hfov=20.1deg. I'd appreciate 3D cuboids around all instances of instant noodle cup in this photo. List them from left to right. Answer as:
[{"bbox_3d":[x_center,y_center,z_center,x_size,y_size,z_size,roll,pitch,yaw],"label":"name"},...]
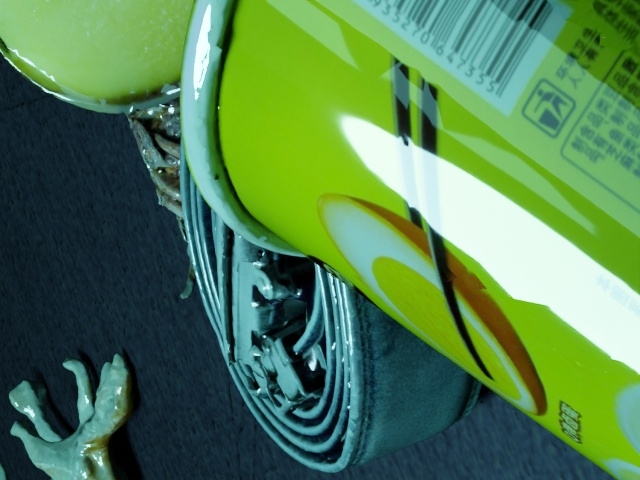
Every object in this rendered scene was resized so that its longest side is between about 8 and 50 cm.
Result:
[{"bbox_3d":[0.140,-0.047,0.558,0.221,0.311,0.311,44,144,25],"label":"instant noodle cup"}]

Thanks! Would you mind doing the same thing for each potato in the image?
[{"bbox_3d":[-0.087,-0.186,0.957,0.160,0.111,0.271,33,138,-1],"label":"potato"}]

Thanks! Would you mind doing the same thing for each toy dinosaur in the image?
[{"bbox_3d":[-0.229,0.234,1.584,0.205,0.092,0.393,33,127,40],"label":"toy dinosaur"}]

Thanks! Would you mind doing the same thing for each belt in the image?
[{"bbox_3d":[0.000,0.000,0.993,0.206,0.116,0.267,42,144,47],"label":"belt"}]

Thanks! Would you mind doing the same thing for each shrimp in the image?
[{"bbox_3d":[-0.076,-0.031,1.162,0.073,0.075,0.190,-18,105,30],"label":"shrimp"}]
